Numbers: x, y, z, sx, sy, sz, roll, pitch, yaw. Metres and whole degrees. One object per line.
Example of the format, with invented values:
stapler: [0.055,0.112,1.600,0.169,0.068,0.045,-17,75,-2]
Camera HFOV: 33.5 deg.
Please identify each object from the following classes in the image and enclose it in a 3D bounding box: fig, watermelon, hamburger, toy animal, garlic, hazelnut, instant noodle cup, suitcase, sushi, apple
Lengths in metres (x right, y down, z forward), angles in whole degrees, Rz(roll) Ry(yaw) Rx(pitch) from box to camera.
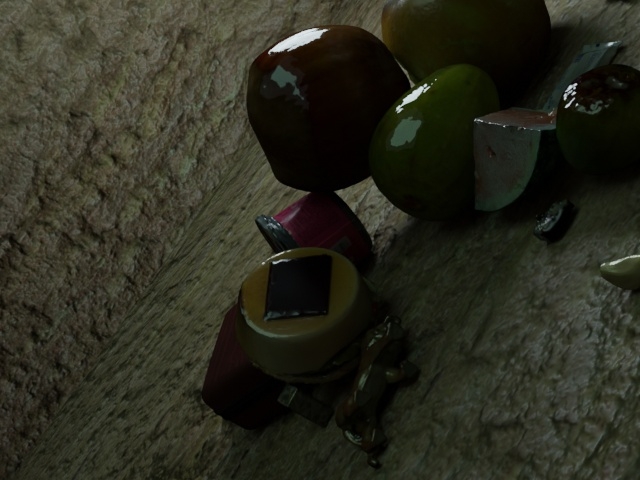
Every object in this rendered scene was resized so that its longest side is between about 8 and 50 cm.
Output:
fig: [0.481,-0.196,1.775,0.181,0.181,0.191,-79,10,-50]
fig: [0.241,-0.207,2.138,0.258,0.258,0.326,-2,62,64]
watermelon: [0.371,-0.176,1.976,0.260,0.176,0.256,-25,-14,-47]
hamburger: [-0.029,0.153,2.137,0.302,0.170,0.302,-8,44,7]
toy animal: [0.096,0.265,1.957,0.312,0.097,0.157,-65,12,-24]
garlic: [0.456,0.048,1.575,0.083,0.053,0.041,-15,39,46]
hazelnut: [0.019,-0.277,2.286,0.366,0.366,0.366,-43,22,23]
instant noodle cup: [0.000,0.000,2.391,0.181,0.258,0.302,-38,-13,-7]
suitcase: [-0.123,0.244,2.329,0.236,0.161,0.297,-38,24,35]
sushi: [0.404,-0.037,1.838,0.083,0.044,0.046,-57,20,-7]
apple: [0.302,-0.465,2.339,0.384,0.374,0.374,-10,46,61]

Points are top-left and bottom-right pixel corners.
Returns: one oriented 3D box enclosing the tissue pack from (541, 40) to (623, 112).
tissue pack: [0.507,-0.315,2.101,0.193,0.026,0.122,-56,20,-9]

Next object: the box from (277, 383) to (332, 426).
box: [-0.030,0.323,2.090,0.045,0.098,0.062,-61,20,-8]
